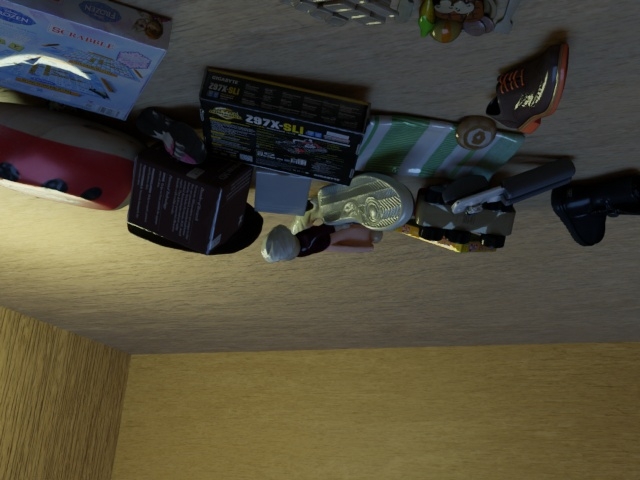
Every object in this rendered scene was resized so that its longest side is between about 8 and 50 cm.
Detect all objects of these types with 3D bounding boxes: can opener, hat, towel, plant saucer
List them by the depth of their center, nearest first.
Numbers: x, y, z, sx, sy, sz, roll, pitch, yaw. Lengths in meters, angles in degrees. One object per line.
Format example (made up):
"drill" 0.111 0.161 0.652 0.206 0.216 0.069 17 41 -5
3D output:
"plant saucer" 0.312 -0.210 1.822 0.084 0.015 0.083 -2 132 -2
"towel" 0.233 -0.187 1.935 0.325 0.038 0.248 9 159 -8
"can opener" 0.402 -0.121 1.945 0.281 0.093 0.074 -16 162 -2
"hat" -0.295 -0.094 2.151 0.332 0.331 0.133 5 121 0

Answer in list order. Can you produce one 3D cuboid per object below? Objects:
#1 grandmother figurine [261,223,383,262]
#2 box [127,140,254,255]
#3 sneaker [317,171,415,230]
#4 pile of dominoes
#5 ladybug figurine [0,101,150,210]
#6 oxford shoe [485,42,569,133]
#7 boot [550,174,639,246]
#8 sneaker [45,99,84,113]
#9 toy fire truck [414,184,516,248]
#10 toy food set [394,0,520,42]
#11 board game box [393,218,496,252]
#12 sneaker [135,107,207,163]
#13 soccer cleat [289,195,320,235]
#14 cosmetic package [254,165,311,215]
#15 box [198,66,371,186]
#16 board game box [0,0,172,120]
"grandmother figurine" 0.000 0.000 2.259 0.343 0.104 0.208 -9 153 -40
"box" -0.277 -0.103 1.948 0.203 0.168 0.167 21 119 12
"sneaker" 0.134 -0.094 2.061 0.148 0.131 0.350 -8 -172 -28
"pile of dominoes" -0.013 -0.391 1.393 0.251 0.040 0.196 16 180 -33
"ladybug figurine" -0.553 -0.169 1.935 0.450 0.161 0.305 15 170 -41
"oxford shoe" 0.362 -0.265 1.601 0.099 0.096 0.271 12 160 -1
"boot" 0.667 -0.063 2.077 0.207 0.094 0.246 -5 152 37
"sneaker" -0.524 -0.277 1.883 0.069 0.038 0.098 21 156 -35
"toy fire truck" 0.323 -0.070 2.130 0.217 0.158 0.246 6 -158 -2
"toy food set" 0.219 -0.358 1.455 0.192 0.038 0.132 5 160 0
"board game box" 0.293 -0.015 2.218 0.124 0.039 0.259 -1 -164 -38
"sneaker" -0.296 -0.217 1.897 0.178 0.072 0.077 39 -171 24
"soccer cleat" -0.037 -0.067 2.313 0.076 0.068 0.196 20 149 -24
"cosmetic package" -0.083 -0.143 2.052 0.127 0.107 0.238 7 158 -5
"box" -0.075 -0.220 1.819 0.322 0.079 0.257 12 158 0
"board game box" -0.464 -0.344 1.637 0.319 0.065 0.318 14 159 -22
